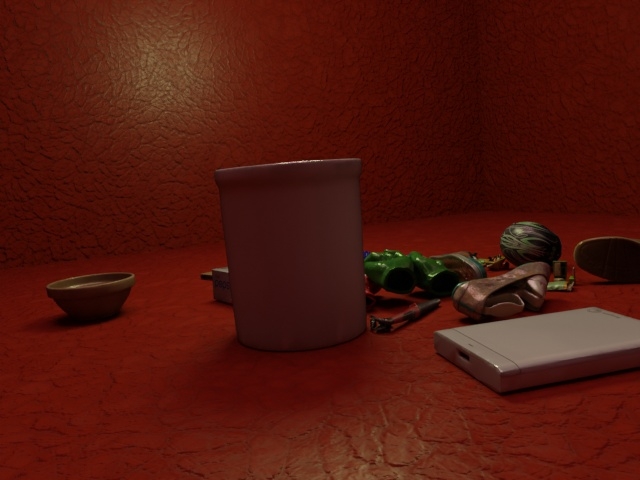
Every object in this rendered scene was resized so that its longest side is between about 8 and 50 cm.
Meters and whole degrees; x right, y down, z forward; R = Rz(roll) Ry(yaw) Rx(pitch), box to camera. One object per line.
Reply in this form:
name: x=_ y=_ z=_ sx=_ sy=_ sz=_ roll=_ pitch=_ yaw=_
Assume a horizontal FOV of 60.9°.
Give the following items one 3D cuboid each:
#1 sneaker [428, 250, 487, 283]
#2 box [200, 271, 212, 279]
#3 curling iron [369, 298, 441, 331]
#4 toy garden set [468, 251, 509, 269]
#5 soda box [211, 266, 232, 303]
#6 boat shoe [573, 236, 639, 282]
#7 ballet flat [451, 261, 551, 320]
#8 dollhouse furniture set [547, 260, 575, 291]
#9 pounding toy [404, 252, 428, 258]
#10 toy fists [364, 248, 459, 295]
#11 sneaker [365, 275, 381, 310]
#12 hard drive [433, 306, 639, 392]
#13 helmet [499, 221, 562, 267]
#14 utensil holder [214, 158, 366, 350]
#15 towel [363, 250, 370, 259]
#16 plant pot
sneaker: x=0.425 y=0.079 z=1.596 sx=0.121 sy=0.108 sz=0.302 roll=-10 pitch=6 yaw=-10
box: x=-0.331 y=0.125 z=2.088 sx=0.164 sy=0.021 sz=0.201 roll=2 pitch=8 yaw=42
curling iron: x=0.209 y=0.167 z=1.293 sx=0.068 sy=0.035 sz=0.274 roll=2 pitch=10 yaw=44
toy garden set: x=0.484 y=0.077 z=1.828 sx=0.244 sy=0.049 sz=0.203 roll=-8 pitch=8 yaw=-31
soda box: x=-0.208 y=0.136 z=1.577 sx=0.091 sy=0.098 sz=0.286 roll=-7 pitch=7 yaw=-39
boat shoe: x=0.872 y=0.056 z=1.509 sx=0.340 sy=0.122 sz=0.110 roll=7 pitch=4 yaw=8
ballet flat: x=0.455 y=0.130 z=1.280 sx=0.315 sy=0.108 sz=0.106 roll=-13 pitch=30 yaw=-25
dollhouse furniture set: x=0.659 y=0.097 z=1.499 sx=0.076 sy=0.059 sz=0.151 roll=-1 pitch=7 yaw=29
pounding toy: x=0.267 y=0.078 z=1.743 sx=0.141 sy=0.100 sz=0.130 roll=-5 pitch=6 yaw=-5
toy fists: x=0.242 y=0.083 z=1.489 sx=0.279 sy=0.096 sz=0.142 roll=4 pitch=12 yaw=-29
sneaker: x=0.118 y=0.149 z=1.457 sx=0.221 sy=0.087 sz=0.128 roll=-8 pitch=26 yaw=-42
hard drive: x=0.414 y=0.184 z=0.971 sx=0.352 sy=0.047 sz=0.233 roll=-6 pitch=7 yaw=-13
helmet: x=0.666 y=0.016 z=1.748 sx=0.161 sy=0.170 sz=0.169 roll=12 pitch=1 yaw=-19
utensil holder: x=-0.059 y=0.020 z=1.233 sx=0.327 sy=0.386 sz=0.327 roll=-4 pitch=6 yaw=0
towel: x=0.078 y=0.092 z=1.854 sx=0.227 sy=0.076 sz=0.308 roll=-3 pitch=7 yaw=5
plant pot: x=-0.656 y=0.166 z=1.574 sx=0.237 sy=0.110 sz=0.237 roll=-4 pitch=6 yaw=0
